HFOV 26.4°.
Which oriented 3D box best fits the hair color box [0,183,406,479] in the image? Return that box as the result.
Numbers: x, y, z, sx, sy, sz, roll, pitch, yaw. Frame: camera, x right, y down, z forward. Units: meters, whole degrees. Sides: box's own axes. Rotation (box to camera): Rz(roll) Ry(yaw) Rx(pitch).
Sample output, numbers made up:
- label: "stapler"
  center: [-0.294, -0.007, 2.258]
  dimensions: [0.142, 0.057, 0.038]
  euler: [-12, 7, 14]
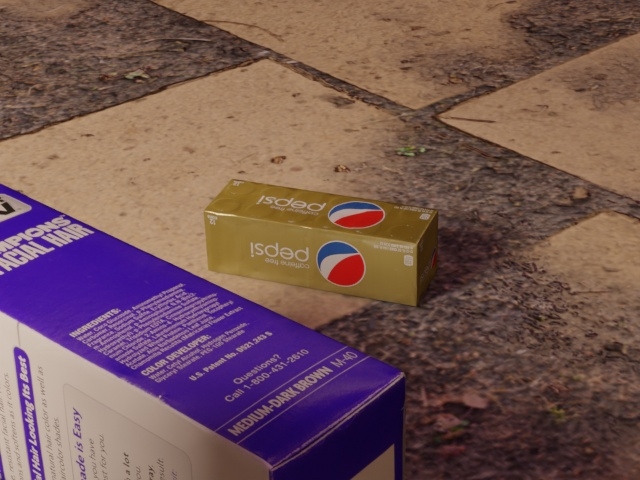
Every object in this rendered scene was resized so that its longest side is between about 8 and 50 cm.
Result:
- label: "hair color box"
  center: [-0.110, 0.109, 0.774]
  dimensions: [0.338, 0.185, 0.110]
  euler: [22, 37, 35]

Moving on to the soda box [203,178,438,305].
- label: "soda box"
  center: [0.000, 0.000, 1.091]
  dimensions: [0.181, 0.058, 0.061]
  euler: [8, 31, 19]
